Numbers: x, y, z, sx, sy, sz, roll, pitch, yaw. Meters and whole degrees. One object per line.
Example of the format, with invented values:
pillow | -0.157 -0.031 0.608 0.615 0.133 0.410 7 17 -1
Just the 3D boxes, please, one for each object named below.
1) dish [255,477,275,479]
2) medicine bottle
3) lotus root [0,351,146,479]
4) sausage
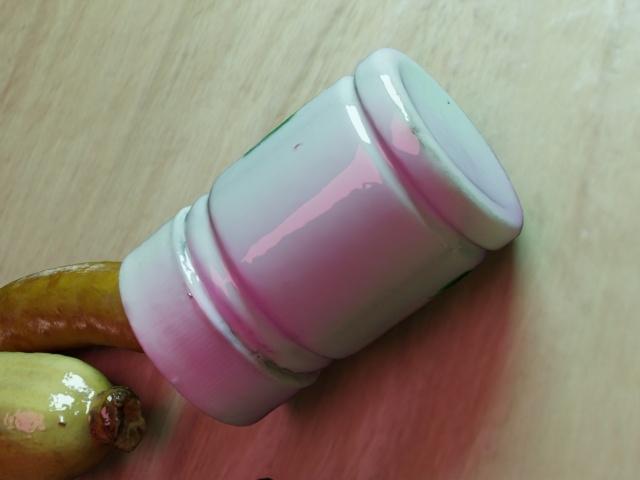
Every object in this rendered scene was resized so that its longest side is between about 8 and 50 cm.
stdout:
dish | -0.065 0.376 1.190 0.303 0.120 0.303 -10 71 31
medicine bottle | 0.000 0.000 1.206 0.325 0.212 0.212 -39 58 18
lotus root | -0.318 0.189 1.394 0.303 0.131 0.146 3 42 24
sausage | -0.266 0.079 1.427 0.271 0.109 0.109 -9 71 31
